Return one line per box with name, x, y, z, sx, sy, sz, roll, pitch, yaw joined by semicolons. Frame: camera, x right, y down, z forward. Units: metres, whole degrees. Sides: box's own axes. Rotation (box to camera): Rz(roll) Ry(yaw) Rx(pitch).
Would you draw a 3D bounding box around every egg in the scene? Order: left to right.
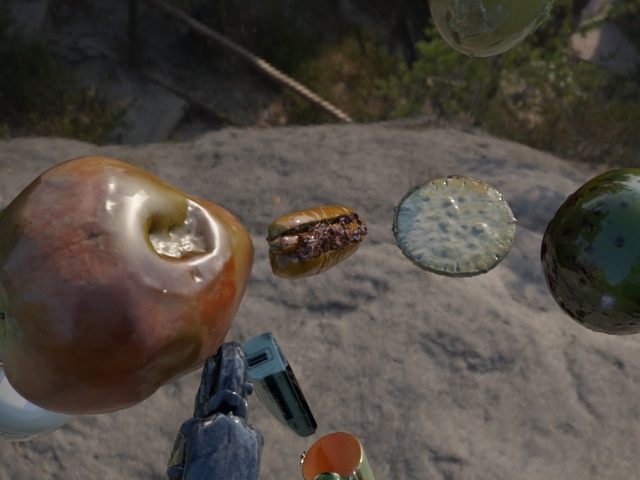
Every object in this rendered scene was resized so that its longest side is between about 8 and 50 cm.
egg;0.206;-0.319;1.186;0.164;0.201;0.164;5;43;-5

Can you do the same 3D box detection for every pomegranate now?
pomegranate;0.214;0.014;0.679;0.130;0.130;0.130;4;52;-5

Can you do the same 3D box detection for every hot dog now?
hot dog;0.000;0.000;1.493;0.076;0.102;0.249;2;9;34

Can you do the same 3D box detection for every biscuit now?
biscuit;0.160;-0.019;1.172;0.152;0.020;0.152;-3;57;4

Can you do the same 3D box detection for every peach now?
peach;-0.168;0.031;0.833;0.235;0.214;0.214;-18;56;-36

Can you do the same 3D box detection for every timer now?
timer;-0.499;0.221;1.618;0.233;0.240;0.233;14;62;-27

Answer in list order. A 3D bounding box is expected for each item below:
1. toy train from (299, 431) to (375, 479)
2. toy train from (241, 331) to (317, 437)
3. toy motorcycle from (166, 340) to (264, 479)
toy train;0.050;0.381;1.250;0.116;0.285;0.177;-16;27;11
toy train;-0.044;0.187;1.148;0.048;0.252;0.055;-27;58;-6
toy motorcycle;-0.069;0.162;0.569;0.061;0.193;0.124;12;14;-12
